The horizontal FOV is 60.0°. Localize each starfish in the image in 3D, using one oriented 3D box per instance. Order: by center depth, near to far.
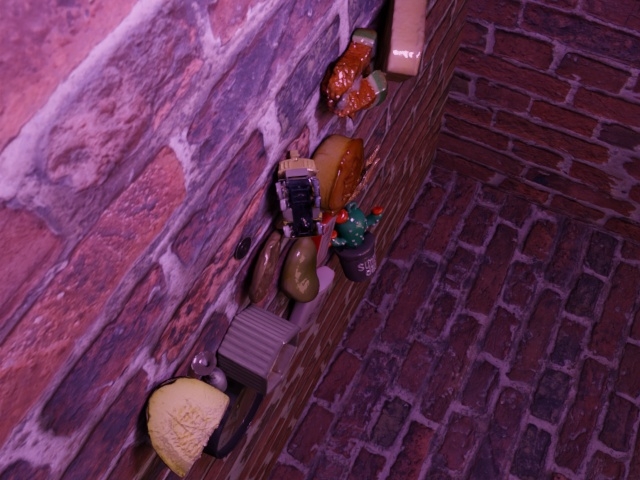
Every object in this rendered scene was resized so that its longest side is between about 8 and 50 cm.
[{"bbox_3d":[0.134,-0.220,2.014,0.302,0.060,0.299,-46,-165,37],"label":"starfish"}]

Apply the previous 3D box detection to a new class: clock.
[{"bbox_3d":[-0.212,0.021,1.522,0.074,0.010,0.083,-67,166,6],"label":"clock"},{"bbox_3d":[-0.299,0.596,1.991,0.386,0.076,0.386,-58,164,-28],"label":"clock"}]

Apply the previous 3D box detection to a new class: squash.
[{"bbox_3d":[-0.362,0.467,1.427,0.236,0.204,0.155,-59,-173,-21],"label":"squash"}]

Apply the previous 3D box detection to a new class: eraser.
[{"bbox_3d":[-0.042,0.242,2.247,0.174,0.095,0.270,-42,159,-44],"label":"eraser"}]

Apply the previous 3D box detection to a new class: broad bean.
[{"bbox_3d":[-0.077,0.106,1.974,0.189,0.121,0.263,-41,137,-48],"label":"broad bean"}]

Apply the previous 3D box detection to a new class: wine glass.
[{"bbox_3d":[-0.319,0.399,1.640,0.074,0.074,0.262,-59,165,-25],"label":"wine glass"}]

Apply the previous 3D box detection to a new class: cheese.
[{"bbox_3d":[0.251,-0.636,1.777,0.384,0.104,0.383,-172,-90,-87],"label":"cheese"}]

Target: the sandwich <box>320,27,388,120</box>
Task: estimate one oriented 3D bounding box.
[{"bbox_3d":[0.117,-0.459,1.627,0.250,0.162,0.301,93,22,-44],"label":"sandwich"}]

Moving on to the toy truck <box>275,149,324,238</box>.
[{"bbox_3d":[-0.061,-0.131,1.591,0.272,0.124,0.157,86,-1,-55],"label":"toy truck"}]

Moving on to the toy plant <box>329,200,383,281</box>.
[{"bbox_3d":[0.151,-0.010,2.400,0.185,0.280,0.400,-105,180,-50],"label":"toy plant"}]

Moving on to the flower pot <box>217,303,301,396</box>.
[{"bbox_3d":[-0.192,0.342,1.747,0.239,0.190,0.209,-63,166,-8],"label":"flower pot"}]

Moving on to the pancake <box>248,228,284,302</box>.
[{"bbox_3d":[-0.167,0.076,1.698,0.242,0.050,0.241,21,90,-83],"label":"pancake"}]

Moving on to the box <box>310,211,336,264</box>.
[{"bbox_3d":[0.000,0.000,2.153,0.123,0.050,0.229,-45,155,-52],"label":"box"}]

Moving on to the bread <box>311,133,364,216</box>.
[{"bbox_3d":[0.050,-0.215,1.796,0.270,0.148,0.269,22,90,-78],"label":"bread"}]
